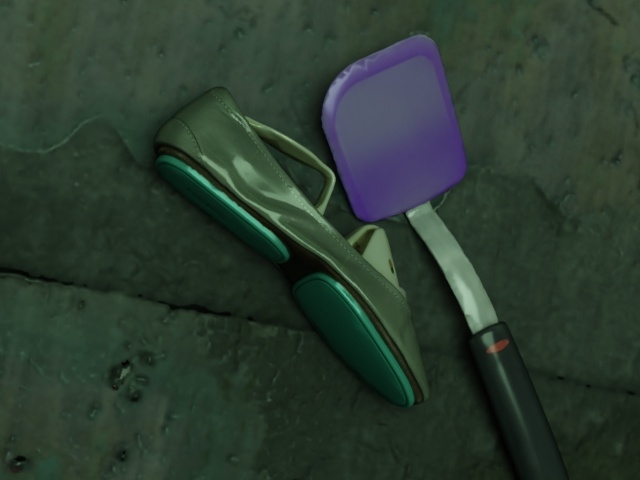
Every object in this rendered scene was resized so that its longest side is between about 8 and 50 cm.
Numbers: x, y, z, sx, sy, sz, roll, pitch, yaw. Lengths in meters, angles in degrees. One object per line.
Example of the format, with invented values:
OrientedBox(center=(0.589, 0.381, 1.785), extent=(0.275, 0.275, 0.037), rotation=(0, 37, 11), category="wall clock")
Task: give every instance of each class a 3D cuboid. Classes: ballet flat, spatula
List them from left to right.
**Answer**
OrientedBox(center=(0.000, 0.000, 0.962), extent=(0.213, 0.072, 0.068), rotation=(45, 68, -10), category="ballet flat")
OrientedBox(center=(0.083, 0.030, 1.010), extent=(0.084, 0.030, 0.296), rotation=(-25, 94, -19), category="spatula")
